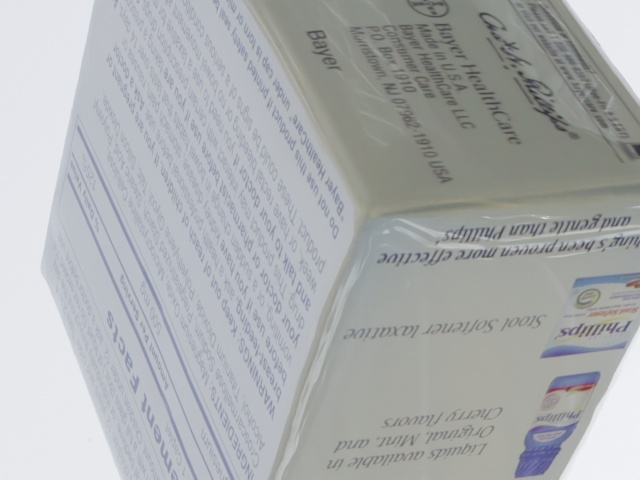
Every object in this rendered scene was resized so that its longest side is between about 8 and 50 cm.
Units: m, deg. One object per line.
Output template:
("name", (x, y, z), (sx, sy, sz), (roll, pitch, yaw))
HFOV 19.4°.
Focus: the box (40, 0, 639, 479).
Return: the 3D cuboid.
("box", (0.000, 0.000, 0.395), (0.072, 0.137, 0.126), (-4, -134, -25))
